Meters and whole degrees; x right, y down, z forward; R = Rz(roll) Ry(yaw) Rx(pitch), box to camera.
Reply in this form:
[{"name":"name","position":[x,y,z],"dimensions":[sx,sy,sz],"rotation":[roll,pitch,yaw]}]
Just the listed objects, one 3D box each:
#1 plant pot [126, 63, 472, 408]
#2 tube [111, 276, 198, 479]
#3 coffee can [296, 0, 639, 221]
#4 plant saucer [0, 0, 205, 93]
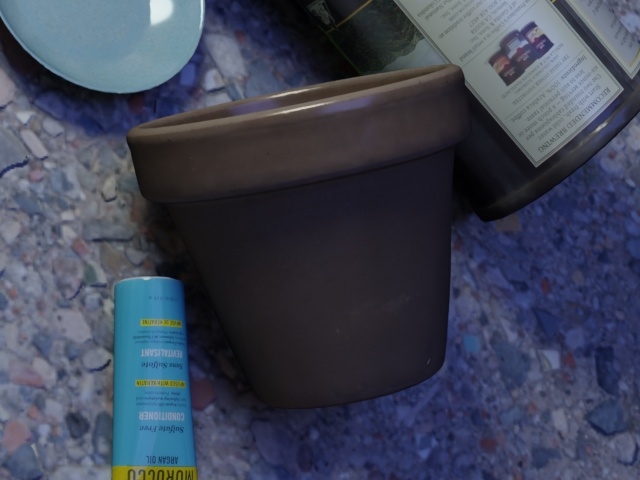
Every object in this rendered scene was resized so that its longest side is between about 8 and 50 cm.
[{"name":"plant pot","position":[0.000,0.000,1.496],"dimensions":[0.263,0.263,0.229],"rotation":[-17,100,-38]},{"name":"tube","position":[-0.125,0.132,1.460],"dimensions":[0.080,0.052,0.207],"rotation":[3,76,-23]},{"name":"coffee can","position":[0.125,-0.183,1.656],"dimensions":[0.275,0.201,0.201],"rotation":[49,52,-8]},{"name":"plant saucer","position":[-0.184,-0.200,1.557],"dimensions":[0.195,0.037,0.195],"rotation":[13,65,-29]}]
